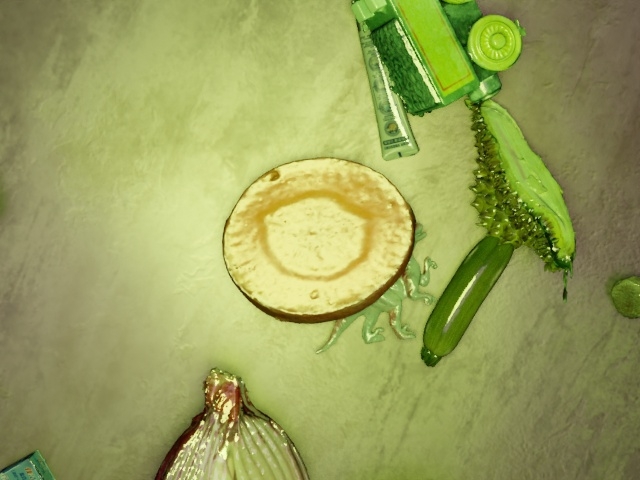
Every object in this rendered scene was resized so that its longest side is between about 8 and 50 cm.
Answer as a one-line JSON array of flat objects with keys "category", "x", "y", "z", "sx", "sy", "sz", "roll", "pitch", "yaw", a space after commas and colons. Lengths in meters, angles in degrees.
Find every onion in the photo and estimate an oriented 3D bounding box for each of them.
[{"category": "onion", "x": -0.145, "y": 0.371, "z": 1.736, "sx": 0.267, "sy": 0.159, "sz": 0.348, "roll": 1, "pitch": 86, "yaw": -14}]

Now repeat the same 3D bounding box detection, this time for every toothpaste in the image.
[{"category": "toothpaste", "x": -0.422, "y": 0.474, "z": 1.779, "sx": 0.066, "sy": 0.053, "sz": 0.272, "roll": -29, "pitch": 95, "yaw": 4}, {"category": "toothpaste", "x": 0.102, "y": -0.248, "z": 1.765, "sx": 0.062, "sy": 0.039, "sz": 0.239, "roll": -13, "pitch": 95, "yaw": 14}]

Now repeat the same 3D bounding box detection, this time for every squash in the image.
[{"category": "squash", "x": 0.233, "y": 0.090, "z": 1.777, "sx": 0.069, "sy": 0.069, "sz": 0.258, "roll": 32, "pitch": 91, "yaw": -4}]

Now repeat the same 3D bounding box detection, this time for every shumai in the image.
[{"category": "shumai", "x": 0.528, "y": 0.081, "z": 1.801, "sx": 0.080, "sy": 0.082, "sz": 0.083, "roll": -40, "pitch": 130, "yaw": -33}]

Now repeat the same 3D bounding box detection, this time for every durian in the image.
[{"category": "durian", "x": 0.315, "y": -0.065, "z": 1.741, "sx": 0.132, "sy": 0.106, "sz": 0.375, "roll": -15, "pitch": 69, "yaw": -24}]

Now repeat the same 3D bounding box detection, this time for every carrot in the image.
[{"category": "carrot", "x": 0.000, "y": 0.000, "z": 1.729, "sx": 0.307, "sy": 0.100, "sz": 0.258, "roll": -16, "pitch": 88, "yaw": 4}]

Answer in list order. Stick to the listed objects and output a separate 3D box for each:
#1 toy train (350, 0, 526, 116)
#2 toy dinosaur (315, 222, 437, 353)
[{"category": "toy train", "x": 0.180, "y": -0.326, "z": 1.695, "sx": 0.188, "sy": 0.159, "sz": 0.271, "roll": -30, "pitch": 99, "yaw": -15}, {"category": "toy dinosaur", "x": 0.086, "y": 0.094, "z": 1.779, "sx": 0.242, "sy": 0.053, "sz": 0.167, "roll": -24, "pitch": 93, "yaw": -1}]
